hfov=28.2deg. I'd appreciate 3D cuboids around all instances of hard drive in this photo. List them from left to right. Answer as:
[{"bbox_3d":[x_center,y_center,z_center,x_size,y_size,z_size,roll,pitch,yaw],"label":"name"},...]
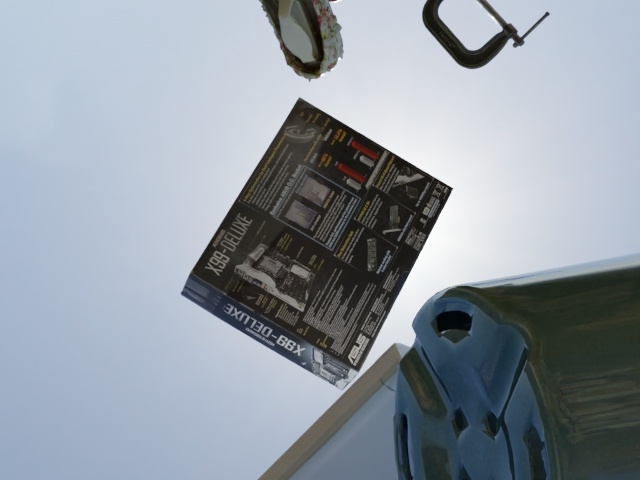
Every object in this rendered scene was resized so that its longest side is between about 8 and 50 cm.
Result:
[{"bbox_3d":[0.051,0.278,1.479,0.353,0.233,0.047,-47,-137,21],"label":"hard drive"}]

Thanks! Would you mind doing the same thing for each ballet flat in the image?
[{"bbox_3d":[-0.038,-0.284,1.440,0.091,0.241,0.077,-15,-146,25],"label":"ballet flat"}]

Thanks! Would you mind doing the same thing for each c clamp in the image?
[{"bbox_3d":[0.227,-0.318,1.821,0.137,0.022,0.161,-49,-112,12],"label":"c clamp"}]

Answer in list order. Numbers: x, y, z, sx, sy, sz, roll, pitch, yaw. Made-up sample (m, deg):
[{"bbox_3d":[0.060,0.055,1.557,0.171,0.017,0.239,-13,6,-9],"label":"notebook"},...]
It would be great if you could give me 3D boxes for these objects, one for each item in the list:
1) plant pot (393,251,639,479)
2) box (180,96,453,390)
[{"bbox_3d":[0.255,0.146,0.978,0.334,0.341,0.341,-3,-158,-21],"label":"plant pot"},{"bbox_3d":[0.000,0.000,1.637,0.307,0.242,0.076,-61,-178,-28],"label":"box"}]
